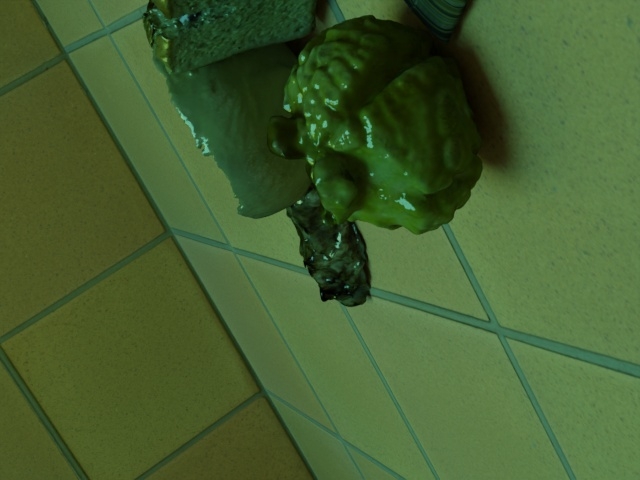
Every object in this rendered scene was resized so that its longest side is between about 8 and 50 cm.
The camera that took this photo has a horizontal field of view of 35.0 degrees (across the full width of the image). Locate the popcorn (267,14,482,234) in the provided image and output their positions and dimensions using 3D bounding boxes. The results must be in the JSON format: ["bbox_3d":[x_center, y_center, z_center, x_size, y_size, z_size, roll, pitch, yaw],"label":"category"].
[{"bbox_3d":[0.070,-0.135,1.228,0.224,0.270,0.258,172,110,-68],"label":"popcorn"}]

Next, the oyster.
[{"bbox_3d":[-0.016,-0.023,1.891,0.204,0.111,0.396,48,165,36],"label":"oyster"}]

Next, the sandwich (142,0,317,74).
[{"bbox_3d":[-0.114,-0.339,1.321,0.273,0.248,0.095,111,137,-69],"label":"sandwich"}]

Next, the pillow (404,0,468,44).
[{"bbox_3d":[0.125,-0.298,1.095,0.113,0.038,0.203,53,164,11],"label":"pillow"}]

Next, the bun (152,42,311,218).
[{"bbox_3d":[-0.112,-0.223,1.592,0.364,0.202,0.364,60,-177,-5],"label":"bun"}]
